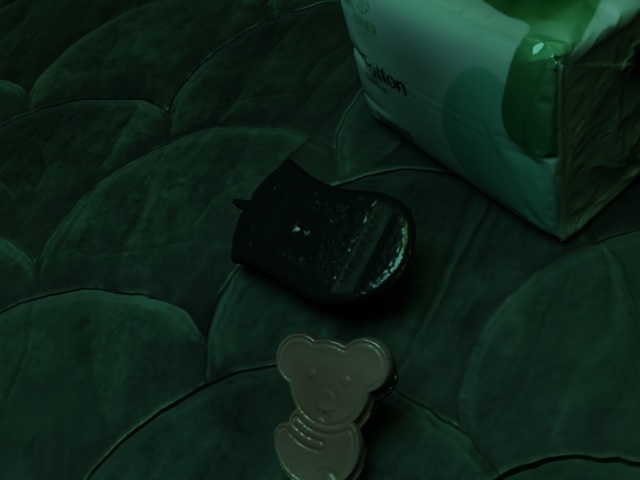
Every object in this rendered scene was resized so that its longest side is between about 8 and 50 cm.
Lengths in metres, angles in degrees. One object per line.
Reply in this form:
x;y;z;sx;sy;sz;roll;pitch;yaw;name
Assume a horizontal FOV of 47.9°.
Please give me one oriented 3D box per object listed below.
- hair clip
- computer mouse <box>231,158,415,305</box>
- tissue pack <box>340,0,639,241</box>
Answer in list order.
0.007;0.165;0.694;0.123;0.102;0.138;9;55;28;hair clip
0.000;0.000;0.845;0.264;0.088;0.147;26;80;33;computer mouse
0.199;-0.204;0.831;0.194;0.266;0.356;-36;49;-13;tissue pack
